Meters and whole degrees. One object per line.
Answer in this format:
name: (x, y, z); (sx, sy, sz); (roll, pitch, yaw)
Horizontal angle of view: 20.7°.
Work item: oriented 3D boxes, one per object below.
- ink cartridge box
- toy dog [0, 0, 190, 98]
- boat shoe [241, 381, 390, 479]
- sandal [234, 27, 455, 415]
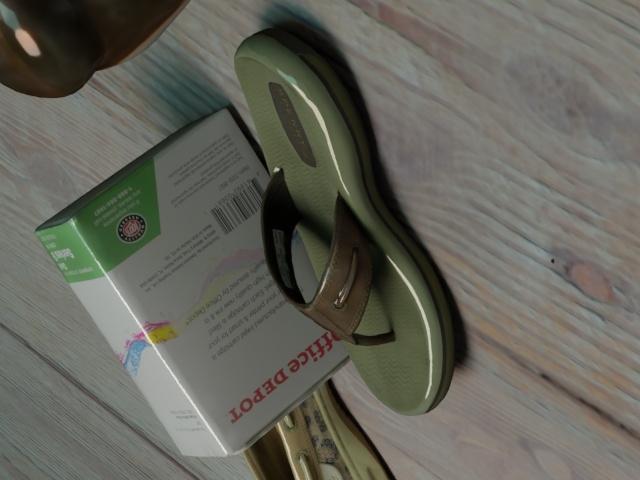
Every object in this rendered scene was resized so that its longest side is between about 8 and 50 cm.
ink cartridge box: (-0.086, 0.034, 1.304); (0.212, 0.154, 0.093); (56, 153, -10)
toy dog: (-0.244, -0.261, 1.039); (0.408, 0.284, 0.395); (34, 122, 0)
boat shoe: (-0.045, 0.138, 1.430); (0.285, 0.089, 0.104); (54, 151, -5)
sandal: (-0.001, -0.001, 1.214); (0.120, 0.086, 0.302); (7, 130, 52)
